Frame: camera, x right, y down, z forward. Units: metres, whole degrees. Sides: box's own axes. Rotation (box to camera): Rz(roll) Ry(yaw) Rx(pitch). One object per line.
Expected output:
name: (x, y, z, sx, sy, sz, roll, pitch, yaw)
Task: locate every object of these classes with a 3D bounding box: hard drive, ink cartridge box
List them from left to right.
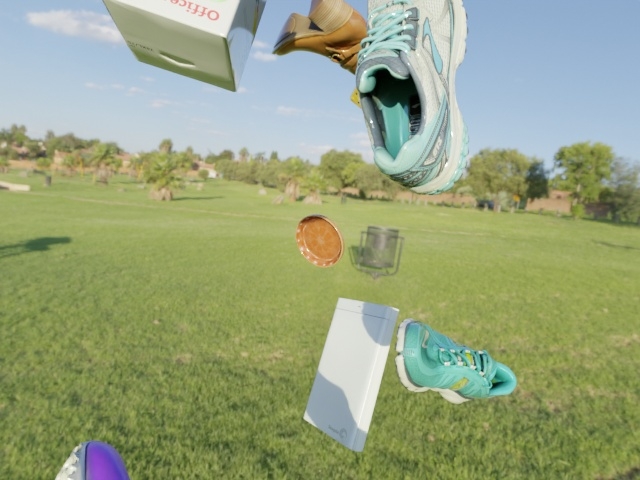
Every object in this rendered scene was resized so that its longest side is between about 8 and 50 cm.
ink cartridge box: (-0.204, -0.441, 0.755, 0.198, 0.269, 0.197, 17, -8, -5)
hard drive: (0.076, 0.337, 1.180, 0.047, 0.352, 0.233, 23, -12, -30)

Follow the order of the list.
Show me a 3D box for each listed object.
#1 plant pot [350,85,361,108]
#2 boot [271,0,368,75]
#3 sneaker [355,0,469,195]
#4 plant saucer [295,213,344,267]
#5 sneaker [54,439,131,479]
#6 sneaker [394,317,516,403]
plant pot: (0.119, -0.360, 1.077, 0.081, 0.081, 0.083, 42, 49, 7)
boot: (0.018, -0.513, 1.164, 0.220, 0.108, 0.284, 26, -24, -33)
sneaker: (0.093, -0.194, 0.477, 0.110, 0.282, 0.122, -14, -10, 39)
plant saucer: (0.000, 0.000, 0.661, 0.084, 0.083, 0.013, 12, 26, 31)
sneaker: (-0.104, 0.276, 0.302, 0.146, 0.102, 0.293, 9, 35, -43)
sneaker: (0.206, 0.184, 0.674, 0.110, 0.106, 0.275, -15, -32, 41)
